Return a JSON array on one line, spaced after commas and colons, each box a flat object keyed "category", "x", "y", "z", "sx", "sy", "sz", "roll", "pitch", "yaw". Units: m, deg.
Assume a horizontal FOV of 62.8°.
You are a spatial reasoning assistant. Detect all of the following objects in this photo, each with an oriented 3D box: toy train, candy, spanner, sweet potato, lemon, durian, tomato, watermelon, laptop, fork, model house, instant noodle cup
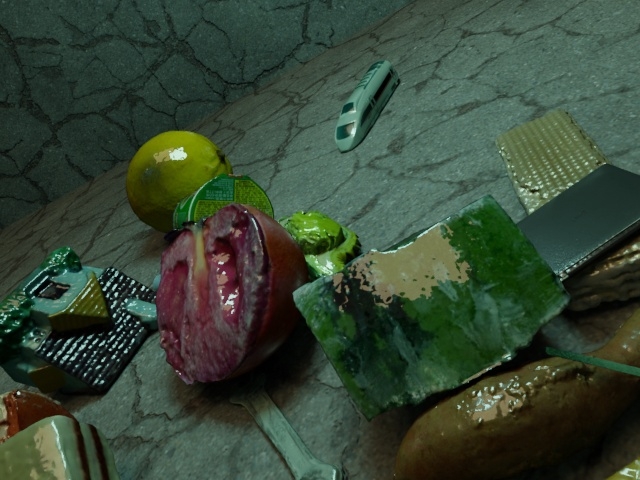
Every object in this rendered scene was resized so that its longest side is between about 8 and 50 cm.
[{"category": "toy train", "x": 0.128, "y": -0.402, "z": 1.539, "sx": 0.087, "sy": 0.088, "sz": 0.407, "roll": -9, "pitch": 36, "yaw": 35}, {"category": "candy", "x": -0.442, "y": 0.398, "z": 0.717, "sx": 0.321, "sy": 0.135, "sz": 0.179, "roll": -32, "pitch": 55, "yaw": 0}, {"category": "spanner", "x": -0.062, "y": 0.263, "z": 0.732, "sx": 0.071, "sy": 0.017, "sz": 0.302, "roll": -39, "pitch": 28, "yaw": -13}, {"category": "sweet potato", "x": 0.241, "y": 0.152, "z": 0.520, "sx": 0.385, "sy": 0.109, "sz": 0.109, "roll": -28, "pitch": 28, "yaw": 2}, {"category": "lemon", "x": -0.397, "y": -0.164, "z": 1.477, "sx": 0.297, "sy": 0.297, "sz": 0.297, "roll": -24, "pitch": 29, "yaw": 14}, {"category": "durian", "x": -0.001, "y": 0.007, "z": 0.993, "sx": 0.106, "sy": 0.132, "sz": 0.375, "roll": -59, "pitch": 30, "yaw": 8}, {"category": "tomato", "x": -0.143, "y": 0.103, "z": 0.907, "sx": 0.335, "sy": 0.176, "sz": 0.289, "roll": -23, "pitch": 62, "yaw": 38}, {"category": "watermelon", "x": 0.117, "y": 0.055, "z": 0.654, "sx": 0.264, "sy": 0.151, "sz": 0.302, "roll": -31, "pitch": 6, "yaw": 7}, {"category": "laptop", "x": 0.326, "y": -0.025, "z": 0.649, "sx": 0.180, "sy": 0.016, "sz": 0.129, "roll": -34, "pitch": 28, "yaw": 1}, {"category": "fork", "x": 0.320, "y": 0.129, "z": 0.470, "sx": 0.235, "sy": 0.021, "sz": 0.039, "roll": 11, "pitch": 35, "yaw": 9}, {"category": "model house", "x": -0.491, "y": 0.187, "z": 1.115, "sx": 0.249, "sy": 0.229, "sz": 0.280, "roll": 9, "pitch": 45, "yaw": 17}, {"category": "instant noodle cup", "x": -0.249, "y": -0.052, "z": 1.258, "sx": 0.207, "sy": 0.207, "sz": 0.233, "roll": -44, "pitch": 22, "yaw": -21}]

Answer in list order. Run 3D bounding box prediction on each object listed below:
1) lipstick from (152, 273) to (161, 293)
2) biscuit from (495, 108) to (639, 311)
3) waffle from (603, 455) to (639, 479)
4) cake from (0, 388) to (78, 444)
[{"category": "lipstick", "x": -0.265, "y": 0.087, "z": 1.170, "sx": 0.274, "sy": 0.061, "sz": 0.068, "roll": -11, "pitch": 32, "yaw": 35}, {"category": "biscuit", "x": 0.365, "y": -0.067, "z": 0.774, "sx": 0.144, "sy": 0.078, "sz": 0.426, "roll": -23, "pitch": 29, "yaw": 19}, {"category": "waffle", "x": 0.264, "y": 0.253, "z": 0.383, "sx": 0.274, "sy": 0.057, "sz": 0.168, "roll": -32, "pitch": 27, "yaw": -1}, {"category": "cake", "x": -0.518, "y": 0.416, "z": 0.910, "sx": 0.158, "sy": 0.159, "sz": 0.262, "roll": -28, "pitch": 63, "yaw": 7}]
